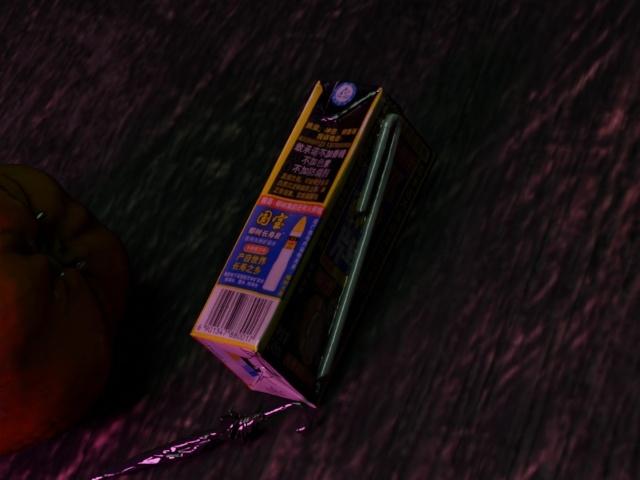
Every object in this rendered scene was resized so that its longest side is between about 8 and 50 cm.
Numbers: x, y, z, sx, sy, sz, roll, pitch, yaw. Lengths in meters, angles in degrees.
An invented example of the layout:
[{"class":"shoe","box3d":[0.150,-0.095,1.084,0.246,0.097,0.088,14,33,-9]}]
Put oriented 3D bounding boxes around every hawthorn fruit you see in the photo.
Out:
[{"class":"hawthorn fruit","box3d":[-0.203,0.040,1.059,0.189,0.189,0.189,-18,51,23]}]

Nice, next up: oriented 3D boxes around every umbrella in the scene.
[{"class":"umbrella","box3d":[-0.069,0.109,1.022,0.149,0.022,0.022,-17,14,25]}]

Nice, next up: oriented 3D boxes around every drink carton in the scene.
[{"class":"drink carton","box3d":[0.000,0.000,1.016,0.056,0.071,0.165,13,68,36]}]
